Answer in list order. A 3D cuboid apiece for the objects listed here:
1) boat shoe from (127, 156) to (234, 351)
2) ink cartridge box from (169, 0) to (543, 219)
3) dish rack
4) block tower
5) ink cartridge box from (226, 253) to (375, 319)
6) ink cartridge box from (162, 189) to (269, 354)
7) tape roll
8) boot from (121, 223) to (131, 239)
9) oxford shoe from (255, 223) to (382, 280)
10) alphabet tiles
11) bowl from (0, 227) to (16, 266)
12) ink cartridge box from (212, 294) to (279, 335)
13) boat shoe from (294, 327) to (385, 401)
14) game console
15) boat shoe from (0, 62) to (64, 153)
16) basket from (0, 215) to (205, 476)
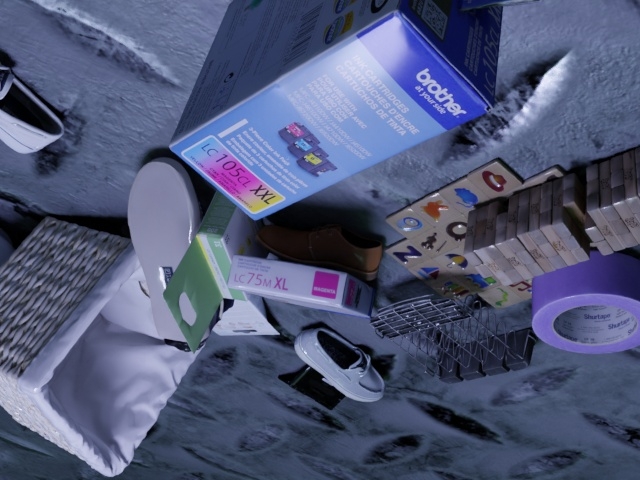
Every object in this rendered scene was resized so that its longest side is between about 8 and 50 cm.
[{"bbox_3d":[-0.226,0.006,1.407,0.127,0.158,0.340,7,115,18],"label":"boat shoe"},{"bbox_3d":[0.044,-0.218,0.879,0.396,0.269,0.151,-24,130,41],"label":"ink cartridge box"},{"bbox_3d":[0.228,0.163,1.454,0.208,0.074,0.271,-22,132,39],"label":"dish rack"},{"bbox_3d":[0.366,-0.037,1.128,0.336,0.097,0.091,-20,130,35],"label":"block tower"},{"bbox_3d":[-0.016,0.081,1.375,0.186,0.065,0.311,9,172,15],"label":"ink cartridge box"},{"bbox_3d":[-0.159,0.046,1.320,0.056,0.235,0.171,6,142,18],"label":"ink cartridge box"},{"bbox_3d":[0.427,0.100,1.292,0.189,0.080,0.189,7,145,5],"label":"tape roll"},{"bbox_3d":[-0.337,0.022,1.525,0.106,0.037,0.114,33,145,-18],"label":"boot"},{"bbox_3d":[0.000,0.000,1.355,0.212,0.076,0.076,12,124,-5],"label":"oxford shoe"},{"bbox_3d":[0.278,0.002,1.293,0.285,0.011,0.343,36,139,-25],"label":"alphabet tiles"},{"bbox_3d":[-0.687,0.039,1.589,0.298,0.134,0.297,10,142,8],"label":"bowl"},{"bbox_3d":[-0.173,0.129,1.605,0.146,0.045,0.179,-4,149,24],"label":"ink cartridge box"},{"bbox_3d":[0.054,0.246,1.631,0.228,0.079,0.081,37,143,-21],"label":"boat shoe"},{"bbox_3d":[-0.014,0.311,1.795,0.122,0.071,0.107,34,109,-24],"label":"game console"},{"bbox_3d":[-0.489,-0.231,1.219,0.084,0.095,0.258,-15,144,29],"label":"boat shoe"},{"bbox_3d":[-0.435,0.187,1.494,0.267,0.331,0.328,15,146,26],"label":"basket"}]
